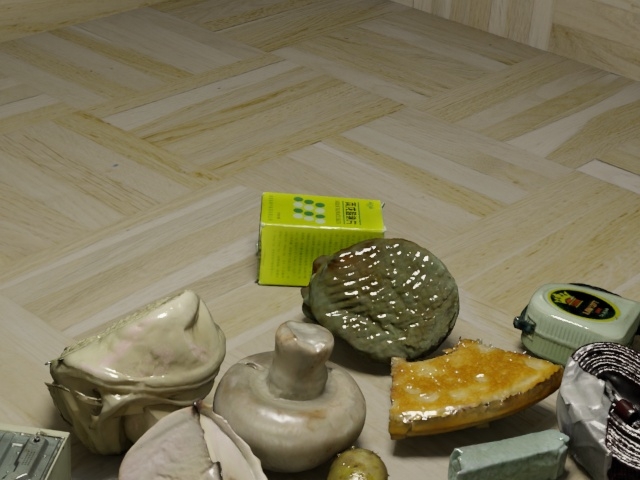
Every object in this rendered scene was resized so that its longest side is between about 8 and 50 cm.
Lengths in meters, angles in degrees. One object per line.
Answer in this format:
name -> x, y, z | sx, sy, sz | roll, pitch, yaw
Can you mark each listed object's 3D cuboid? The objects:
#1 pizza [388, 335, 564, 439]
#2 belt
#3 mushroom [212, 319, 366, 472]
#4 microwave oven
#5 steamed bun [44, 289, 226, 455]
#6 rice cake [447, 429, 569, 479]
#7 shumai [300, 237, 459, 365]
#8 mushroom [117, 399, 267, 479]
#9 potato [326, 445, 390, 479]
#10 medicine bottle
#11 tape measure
pizza -> 0.228, 0.248, 2.114 | 0.323, 0.089, 0.223 | -14, 23, -20
belt -> 0.483, 0.297, 1.997 | 0.184, 0.164, 0.289 | -26, 43, -9
mushroom -> -0.046, 0.226, 1.972 | 0.243, 0.243, 0.243 | 4, 28, -2
microwave oven -> -0.483, 0.346, 1.769 | 0.240, 0.145, 0.194 | 7, 25, 4
steamed bun -> -0.264, 0.215, 1.974 | 0.280, 0.207, 0.268 | -30, 5, -14
rice cake -> 0.286, 0.343, 1.975 | 0.206, 0.069, 0.063 | -9, 33, -20
shumai -> 0.104, 0.105, 2.289 | 0.272, 0.222, 0.203 | 27, -7, 1
mushroom -> -0.173, 0.373, 1.807 | 0.162, 0.173, 0.236 | 28, 38, -63
potato -> 0.054, 0.359, 1.900 | 0.092, 0.070, 0.138 | 8, 28, 8
medicine bottle -> 0.000, 0.000, 2.496 | 0.250, 0.141, 0.137 | 3, 25, -3
tape measure -> 0.463, 0.154, 2.316 | 0.207, 0.115, 0.235 | 17, 22, 21
